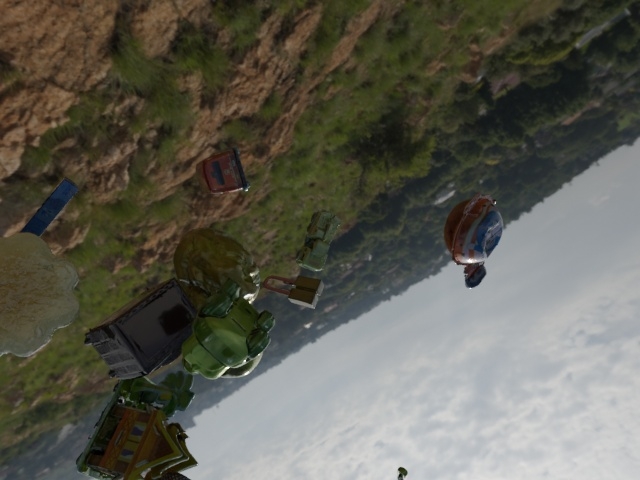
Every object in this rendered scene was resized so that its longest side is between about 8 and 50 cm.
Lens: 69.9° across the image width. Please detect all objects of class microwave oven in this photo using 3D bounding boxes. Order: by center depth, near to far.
[{"bbox_3d":[-0.485,0.253,1.289,0.178,0.188,0.247,-18,-162,36],"label":"microwave oven"}]

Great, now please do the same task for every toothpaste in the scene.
[{"bbox_3d":[-0.824,-0.065,1.359,0.272,0.053,0.066,-53,-153,-4],"label":"toothpaste"}]

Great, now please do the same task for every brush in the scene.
[{"bbox_3d":[-0.111,0.179,1.722,0.103,0.233,0.047,-66,152,-27],"label":"brush"}]

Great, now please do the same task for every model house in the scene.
[{"bbox_3d":[-0.509,0.605,1.456,0.242,0.313,0.357,80,22,-51],"label":"model house"}]

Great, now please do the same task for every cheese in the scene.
[{"bbox_3d":[0.428,0.003,1.279,0.217,0.129,0.329,-44,138,-23],"label":"cheese"}]

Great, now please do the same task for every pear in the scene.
[{"bbox_3d":[-0.266,0.325,1.368,0.187,0.187,0.219,-34,-155,9],"label":"pear"}]

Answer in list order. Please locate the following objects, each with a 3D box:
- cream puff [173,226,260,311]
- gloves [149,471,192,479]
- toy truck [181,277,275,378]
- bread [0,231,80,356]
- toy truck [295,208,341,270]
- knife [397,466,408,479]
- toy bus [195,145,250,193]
[{"bbox_3d":[-0.388,0.147,1.630,0.275,0.378,0.378,-47,178,-26],"label":"cream puff"},{"bbox_3d":[-0.221,0.442,0.649,0.106,0.129,0.180,-15,-148,27],"label":"gloves"},{"bbox_3d":[-0.199,0.194,0.903,0.210,0.148,0.187,-45,-173,-9],"label":"toy truck"},{"bbox_3d":[-0.716,0.120,1.038,0.316,0.316,0.054,-25,-178,-36],"label":"bread"},{"bbox_3d":[0.000,0.000,1.399,0.191,0.085,0.116,-68,-164,-4],"label":"toy truck"},{"bbox_3d":[0.154,0.442,0.861,0.026,0.022,0.184,-62,159,-26],"label":"knife"},{"bbox_3d":[-0.285,-0.188,1.294,0.120,0.121,0.265,-18,-168,-17],"label":"toy bus"}]
